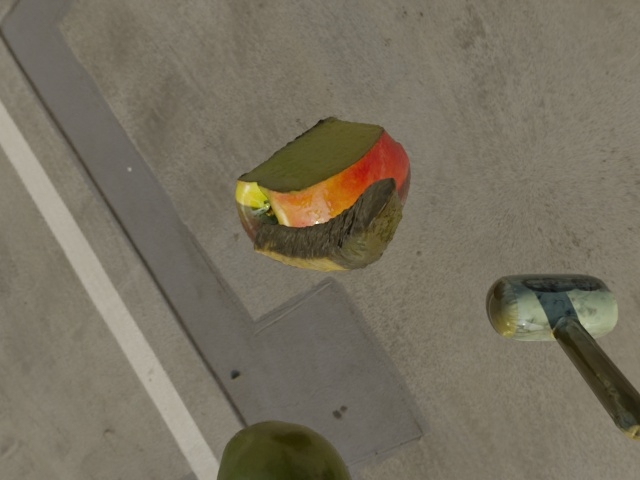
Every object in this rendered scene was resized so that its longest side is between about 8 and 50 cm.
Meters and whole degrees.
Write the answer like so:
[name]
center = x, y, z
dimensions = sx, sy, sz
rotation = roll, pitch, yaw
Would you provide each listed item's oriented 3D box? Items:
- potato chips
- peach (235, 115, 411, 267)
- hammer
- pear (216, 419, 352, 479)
[potato chips]
center = 0.000, 0.000, 0.539
dimensions = 0.080, 0.407, 0.057
rotation = 30, 77, -17
[peach]
center = 0.041, -0.085, 0.970
dimensions = 0.242, 0.380, 0.306
rotation = 26, 140, 31
[hammer]
center = 0.384, 0.159, 0.674
dimensions = 0.202, 0.305, 0.113
rotation = -2, 121, -4
[pear]
center = -0.049, 0.384, 0.654
dimensions = 0.269, 0.212, 0.212
rotation = 49, 117, 43
